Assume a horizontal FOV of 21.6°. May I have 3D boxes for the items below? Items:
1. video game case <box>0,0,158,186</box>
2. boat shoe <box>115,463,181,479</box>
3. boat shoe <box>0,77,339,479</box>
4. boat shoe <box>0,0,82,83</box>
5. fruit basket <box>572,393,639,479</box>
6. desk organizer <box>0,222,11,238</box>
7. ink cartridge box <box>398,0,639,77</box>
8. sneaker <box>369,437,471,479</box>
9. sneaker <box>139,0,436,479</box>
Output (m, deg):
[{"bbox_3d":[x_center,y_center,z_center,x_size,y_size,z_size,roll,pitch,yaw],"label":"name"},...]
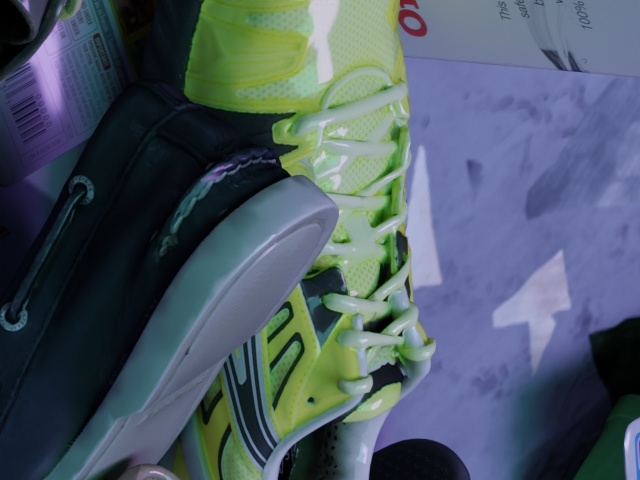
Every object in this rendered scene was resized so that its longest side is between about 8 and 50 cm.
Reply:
[{"bbox_3d":[-0.099,-0.167,0.750,0.206,0.026,0.227,-34,129,-24],"label":"video game case"},{"bbox_3d":[-0.033,0.219,0.667,0.109,0.302,0.098,18,118,-44],"label":"boat shoe"},{"bbox_3d":[-0.126,0.061,0.756,0.127,0.113,0.340,-30,163,-49],"label":"boat shoe"},{"bbox_3d":[-0.142,-0.098,0.633,0.305,0.091,0.109,-50,158,-18],"label":"boat shoe"},{"bbox_3d":[0.318,0.210,1.218,0.353,0.165,0.327,-21,124,-37],"label":"fruit basket"},{"bbox_3d":[-0.207,0.002,0.725,0.130,0.047,0.050,-34,127,-25],"label":"desk organizer"},{"bbox_3d":[0.137,-0.181,0.767,0.115,0.273,0.198,-56,139,-31],"label":"ink cartridge box"},{"bbox_3d":[0.029,0.251,1.033,0.145,0.090,0.270,32,92,-47],"label":"sneaker"},{"bbox_3d":[0.000,0.000,0.809,0.145,0.147,0.385,-24,133,-40],"label":"sneaker"}]
